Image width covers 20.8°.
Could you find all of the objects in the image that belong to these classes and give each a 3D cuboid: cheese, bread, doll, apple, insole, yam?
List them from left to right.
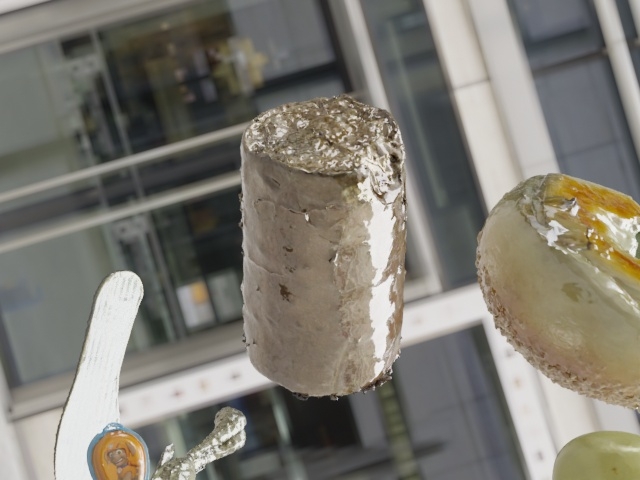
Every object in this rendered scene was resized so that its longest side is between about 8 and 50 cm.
[{"bbox_3d":[-0.304,0.207,2.390,0.009,0.119,0.348,22,-77,38],"label":"insole"},{"bbox_3d":[-0.148,0.192,1.327,0.017,0.047,0.111,120,-42,-72],"label":"cheese"},{"bbox_3d":[-0.194,0.315,2.268,0.091,0.286,0.203,35,-18,11],"label":"doll"},{"bbox_3d":[0.000,0.001,1.336,0.128,0.129,0.238,-116,-163,-44],"label":"yam"},{"bbox_3d":[0.252,0.047,1.798,0.171,0.192,0.314,-58,-152,24],"label":"bread"},{"bbox_3d":[0.425,0.368,2.550,0.200,0.200,0.200,164,-90,-85],"label":"apple"}]

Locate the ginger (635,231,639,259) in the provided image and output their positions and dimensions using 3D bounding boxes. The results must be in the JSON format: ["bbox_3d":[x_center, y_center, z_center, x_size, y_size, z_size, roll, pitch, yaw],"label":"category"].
[{"bbox_3d":[0.546,-0.023,2.630,0.137,0.290,0.089,54,-7,-6],"label":"ginger"}]
